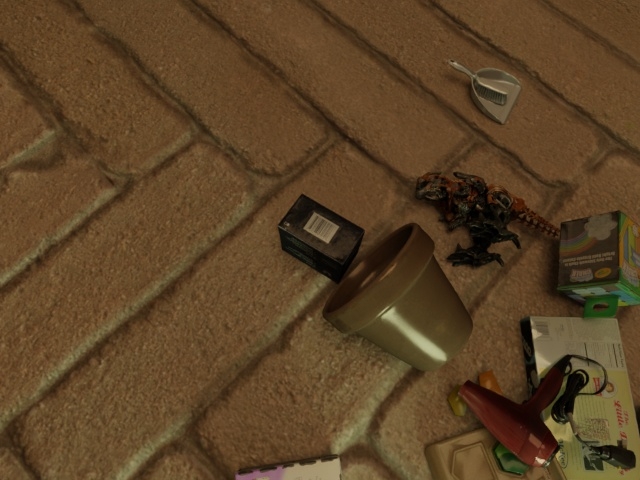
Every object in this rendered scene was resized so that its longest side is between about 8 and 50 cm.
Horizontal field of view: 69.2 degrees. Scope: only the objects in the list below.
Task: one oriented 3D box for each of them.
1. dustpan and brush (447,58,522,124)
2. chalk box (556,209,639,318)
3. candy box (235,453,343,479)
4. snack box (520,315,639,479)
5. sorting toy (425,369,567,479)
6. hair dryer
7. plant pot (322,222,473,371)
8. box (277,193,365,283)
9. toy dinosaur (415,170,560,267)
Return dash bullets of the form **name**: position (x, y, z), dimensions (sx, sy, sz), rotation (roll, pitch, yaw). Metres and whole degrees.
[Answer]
- **dustpan and brush**: position (0.425, -0.416, 1.225), dimensions (0.211, 0.060, 0.147), rotation (28, 71, 8)
- **chalk box**: position (0.602, 0.067, 0.987), dimensions (0.132, 0.132, 0.212), rotation (25, 67, -27)
- **candy box**: position (-0.049, 0.499, 0.857), dimensions (0.197, 0.070, 0.164), rotation (-7, 69, -4)
- **snack box**: position (0.530, 0.319, 0.950), dimensions (0.187, 0.060, 0.321), rotation (2, 69, 1)
- **sorting toy**: position (0.325, 0.419, 0.887), dimensions (0.229, 0.041, 0.307), rotation (-20, 61, 2)
- **hair dryer**: position (0.413, 0.321, 0.888), dimensions (0.294, 0.080, 0.223), rotation (6, 40, 4)
- **plant pot**: position (0.172, 0.133, 0.929), dimensions (0.229, 0.263, 0.263), rotation (46, 74, -4)
- **box**: position (0.000, 0.000, 1.000), dimensions (0.156, 0.158, 0.093), rotation (31, 72, 9)
- **toy dinosaur**: position (0.377, -0.068, 1.054), dimensions (0.322, 0.164, 0.218), rotation (3, 52, 19)
